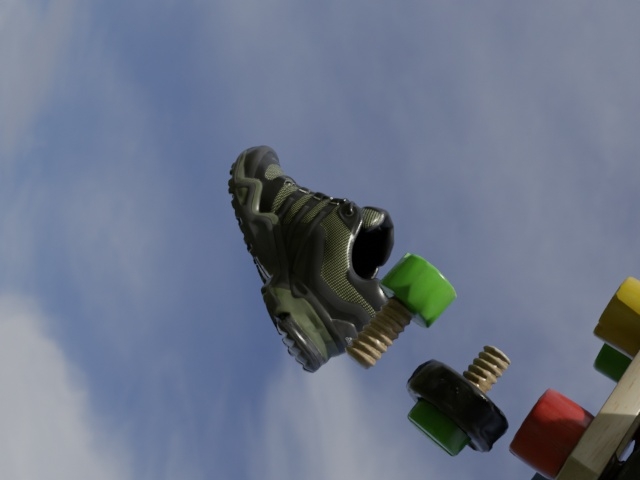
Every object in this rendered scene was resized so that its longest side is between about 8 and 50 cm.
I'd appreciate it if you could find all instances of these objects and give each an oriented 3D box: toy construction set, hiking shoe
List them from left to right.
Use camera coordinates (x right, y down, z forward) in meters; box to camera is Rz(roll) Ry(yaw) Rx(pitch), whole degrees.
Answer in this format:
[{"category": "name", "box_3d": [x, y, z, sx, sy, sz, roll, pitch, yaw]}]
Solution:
[{"category": "hiking shoe", "box_3d": [0.000, 0.000, 0.808, 0.086, 0.114, 0.227, 71, -3, -50]}, {"category": "toy construction set", "box_3d": [0.229, 0.087, 0.503, 0.237, 0.257, 0.309, -48, -138, -10]}]
